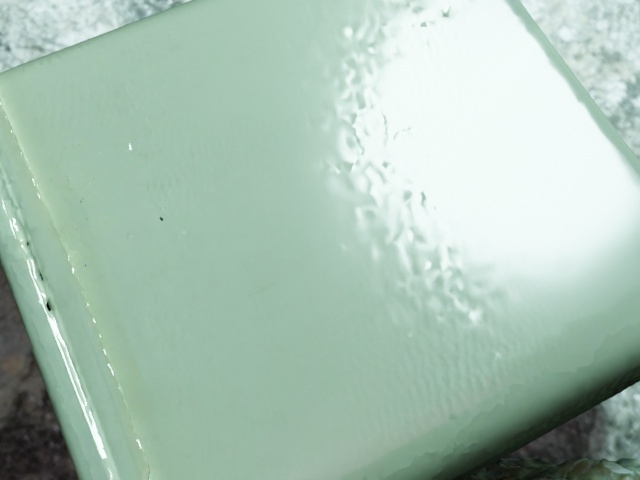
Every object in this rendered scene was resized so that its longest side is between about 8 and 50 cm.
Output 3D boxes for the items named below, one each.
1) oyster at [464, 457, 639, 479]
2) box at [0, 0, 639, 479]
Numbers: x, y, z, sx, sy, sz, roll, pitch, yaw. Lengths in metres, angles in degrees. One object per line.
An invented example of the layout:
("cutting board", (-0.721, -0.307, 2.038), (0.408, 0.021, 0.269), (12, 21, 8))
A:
("oyster", (0.129, 0.234, 0.499), (0.198, 0.112, 0.267), (27, 75, 8))
("box", (0.000, 0.000, 0.514), (0.344, 0.177, 0.352), (-25, 68, -8))
